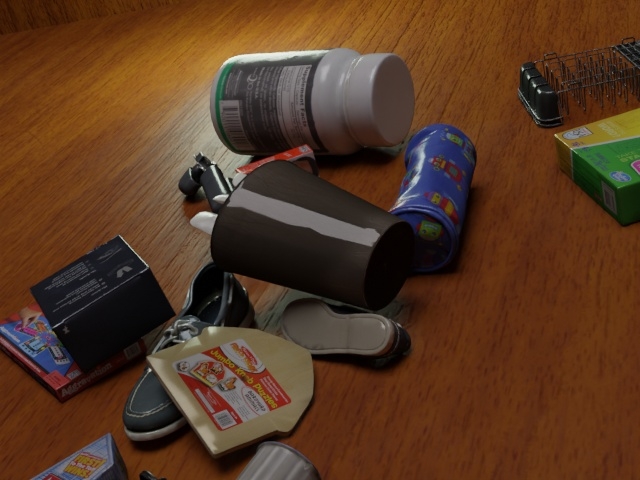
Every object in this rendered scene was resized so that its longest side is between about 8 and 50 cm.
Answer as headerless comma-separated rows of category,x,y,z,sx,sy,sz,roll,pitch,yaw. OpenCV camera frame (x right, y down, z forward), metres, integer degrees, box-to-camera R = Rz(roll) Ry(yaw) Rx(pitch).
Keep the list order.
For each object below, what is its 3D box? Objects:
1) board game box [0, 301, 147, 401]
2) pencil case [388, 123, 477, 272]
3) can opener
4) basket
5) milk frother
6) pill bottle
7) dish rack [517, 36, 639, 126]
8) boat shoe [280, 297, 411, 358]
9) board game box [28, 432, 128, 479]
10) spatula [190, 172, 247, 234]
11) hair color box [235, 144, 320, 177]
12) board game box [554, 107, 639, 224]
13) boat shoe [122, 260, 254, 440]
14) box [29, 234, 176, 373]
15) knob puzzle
board game box,-0.393,0.151,1.498,0.145,0.027,0.281,-30,30,-29
pencil case,0.165,-0.064,1.508,0.119,0.133,0.306,30,34,-3
can opener,-0.203,-0.085,1.824,0.095,0.076,0.283,-48,27,8
basket,0.000,0.000,1.343,0.227,0.154,0.204,21,44,31
milk frother,-0.094,0.257,1.003,0.129,0.143,0.134,-4,30,37
pill bottle,-0.016,-0.264,1.894,0.361,0.204,0.204,3,32,32
dish rack,0.515,-0.304,1.832,0.272,0.074,0.208,-12,28,4
boat shoe,0.031,0.123,1.310,0.206,0.075,0.065,5,-10,45
board game box,-0.270,0.307,1.096,0.194,0.060,0.194,11,38,42
spatula,-0.076,-0.036,1.631,0.242,0.019,0.168,19,39,20
hair color box,-0.076,-0.116,1.787,0.141,0.072,0.043,-21,26,-9
board game box,0.554,-0.142,1.503,0.317,0.064,0.242,-17,27,-3
boat shoe,-0.186,0.140,1.325,0.116,0.099,0.319,-4,29,24
box,-0.316,0.088,1.422,0.156,0.093,0.158,-33,30,-14
knob puzzle,-0.094,0.180,1.231,0.213,0.030,0.213,8,39,-6
